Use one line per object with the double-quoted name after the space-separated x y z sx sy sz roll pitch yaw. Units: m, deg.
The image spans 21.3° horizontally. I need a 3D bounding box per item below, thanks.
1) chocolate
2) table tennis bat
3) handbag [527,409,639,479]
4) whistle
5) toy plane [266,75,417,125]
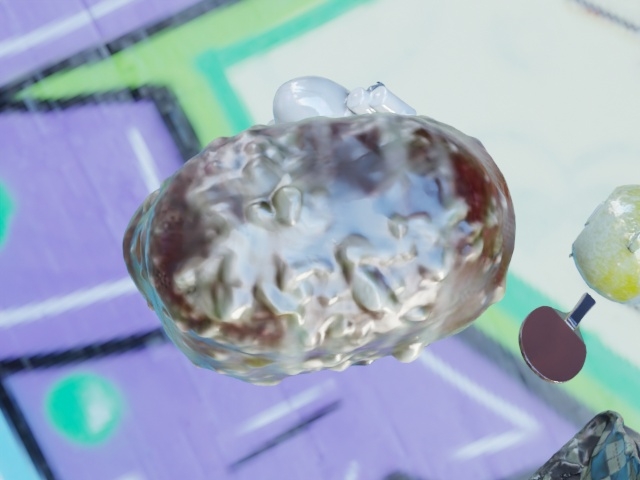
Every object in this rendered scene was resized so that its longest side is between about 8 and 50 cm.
0.000 0.000 1.420 0.210 0.340 0.225 113 -31 -84 "chocolate"
0.298 0.115 2.104 0.095 0.014 0.158 47 49 -1 "table tennis bat"
0.402 0.362 1.641 0.416 0.180 0.317 42 1 -2 "handbag"
0.316 0.011 1.714 0.123 0.123 0.223 64 4 6 "whistle"
0.035 -0.119 2.158 0.252 0.252 0.118 58 38 -50 "toy plane"
